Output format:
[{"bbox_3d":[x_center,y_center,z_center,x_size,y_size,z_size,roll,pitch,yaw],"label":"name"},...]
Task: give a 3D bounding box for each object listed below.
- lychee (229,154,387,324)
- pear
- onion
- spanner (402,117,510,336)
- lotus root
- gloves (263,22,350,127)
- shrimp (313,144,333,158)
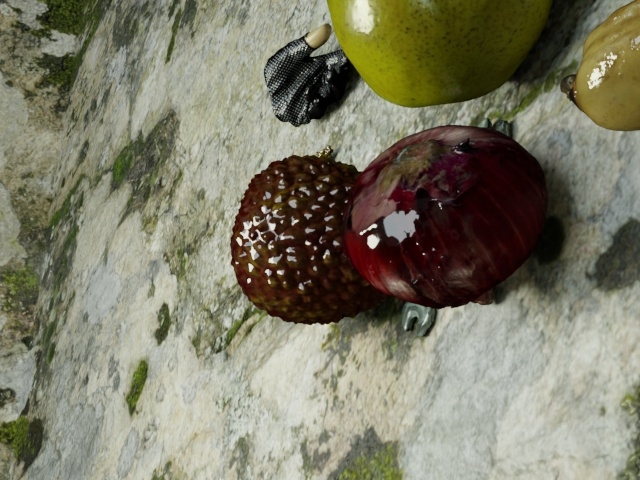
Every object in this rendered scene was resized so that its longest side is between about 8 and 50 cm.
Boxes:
[{"bbox_3d":[0.000,0.000,1.537,0.271,0.236,0.236,-4,70,36],"label":"lychee"},{"bbox_3d":[0.139,-0.315,1.384,0.294,0.294,0.294,-38,44,49],"label":"pear"},{"bbox_3d":[0.145,-0.014,1.304,0.252,0.219,0.252,-19,24,9],"label":"onion"},{"bbox_3d":[0.169,-0.016,1.449,0.071,0.017,0.302,41,113,61],"label":"spanner"},{"bbox_3d":[0.321,-0.175,1.141,0.125,0.118,0.221,-52,10,-34],"label":"lotus root"},{"bbox_3d":[0.005,-0.266,1.832,0.181,0.106,0.129,-15,60,27],"label":"gloves"},{"bbox_3d":[-0.034,-0.096,1.848,0.184,0.043,0.091,-44,36,46],"label":"shrimp"}]
